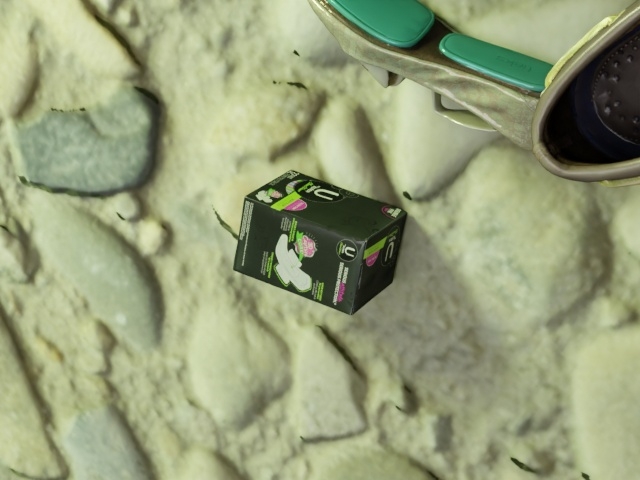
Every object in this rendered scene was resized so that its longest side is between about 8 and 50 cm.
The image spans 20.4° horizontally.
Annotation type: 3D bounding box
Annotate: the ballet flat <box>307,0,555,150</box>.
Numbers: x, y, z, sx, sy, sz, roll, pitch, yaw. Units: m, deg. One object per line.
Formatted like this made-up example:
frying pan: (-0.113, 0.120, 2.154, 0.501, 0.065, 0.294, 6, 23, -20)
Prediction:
ballet flat: (0.059, -0.099, 1.006, 0.168, 0.057, 0.052, 29, 131, 16)

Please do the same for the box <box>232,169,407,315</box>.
box: (0.000, 0.000, 1.072, 0.083, 0.062, 0.052, 21, 117, 21)

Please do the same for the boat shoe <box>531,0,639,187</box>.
boat shoe: (0.242, -0.112, 0.858, 0.324, 0.097, 0.116, -25, 96, 40)
